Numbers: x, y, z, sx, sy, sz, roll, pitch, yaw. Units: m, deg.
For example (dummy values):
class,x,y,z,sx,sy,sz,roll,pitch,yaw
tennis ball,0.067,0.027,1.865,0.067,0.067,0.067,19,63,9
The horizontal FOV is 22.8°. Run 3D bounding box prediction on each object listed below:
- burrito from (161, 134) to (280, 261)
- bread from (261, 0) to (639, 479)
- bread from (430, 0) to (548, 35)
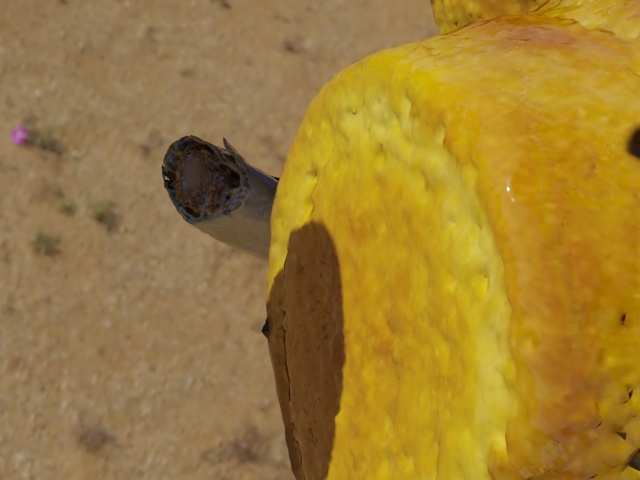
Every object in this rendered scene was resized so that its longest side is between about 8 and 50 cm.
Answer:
class,x,y,z,sx,sy,sz,roll,pitch,yaw
burrito,0.000,0.000,1.069,0.226,0.060,0.087,29,11,-19
bread,0.092,0.044,0.689,0.172,0.312,0.312,-5,45,-25
bread,0.255,-0.191,0.990,0.398,0.215,0.398,18,54,-26
